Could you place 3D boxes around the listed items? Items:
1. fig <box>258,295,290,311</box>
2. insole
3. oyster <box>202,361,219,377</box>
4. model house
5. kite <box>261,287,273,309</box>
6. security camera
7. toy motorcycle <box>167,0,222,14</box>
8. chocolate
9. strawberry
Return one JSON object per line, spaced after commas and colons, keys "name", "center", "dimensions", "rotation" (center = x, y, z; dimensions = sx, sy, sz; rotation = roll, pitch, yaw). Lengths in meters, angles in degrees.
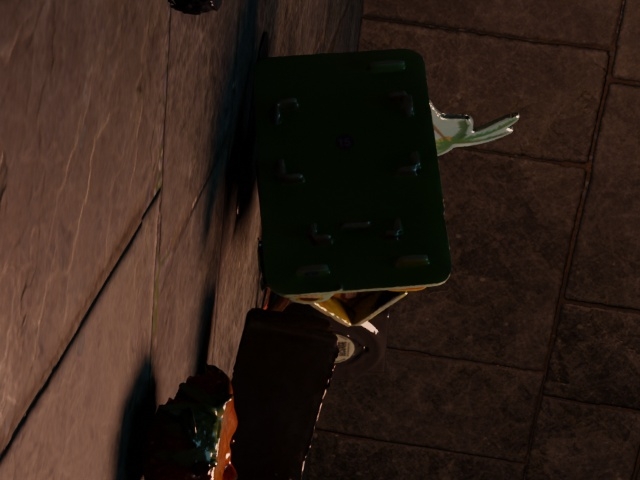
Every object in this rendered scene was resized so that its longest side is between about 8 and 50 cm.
{"name": "fig", "center": [0.000, 0.000, 1.864], "dimensions": [0.320, 0.217, 0.217], "rotation": [-64, -179, 17]}
{"name": "insole", "center": [-0.083, -0.140, 1.552], "dimensions": [0.080, 0.003, 0.231], "rotation": [13, 86, -86]}
{"name": "oyster", "center": [-0.129, 0.200, 1.418], "dimensions": [0.086, 0.029, 0.132], "rotation": [87, 9, -70]}
{"name": "model house", "center": [0.090, -0.027, 1.543], "dimensions": [0.323, 0.340, 0.300], "rotation": [93, -8, -66]}
{"name": "kite", "center": [-0.083, 0.098, 2.019], "dimensions": [0.125, 0.008, 0.222], "rotation": [-71, 169, -68]}
{"name": "security camera", "center": [0.021, 0.074, 2.134], "dimensions": [0.197, 0.191, 0.277], "rotation": [90, 3, -49]}
{"name": "toy motorcycle", "center": [-0.067, -0.264, 0.892], "dimensions": [0.298, 0.089, 0.171], "rotation": [-72, 169, -64]}
{"name": "chocolate", "center": [-0.073, 0.240, 1.457], "dimensions": [0.112, 0.112, 0.321], "rotation": [-122, -134, -80]}
{"name": "strawberry", "center": [-0.118, 0.188, 1.154], "dimensions": [0.192, 0.085, 0.140], "rotation": [-87, 176, -72]}
